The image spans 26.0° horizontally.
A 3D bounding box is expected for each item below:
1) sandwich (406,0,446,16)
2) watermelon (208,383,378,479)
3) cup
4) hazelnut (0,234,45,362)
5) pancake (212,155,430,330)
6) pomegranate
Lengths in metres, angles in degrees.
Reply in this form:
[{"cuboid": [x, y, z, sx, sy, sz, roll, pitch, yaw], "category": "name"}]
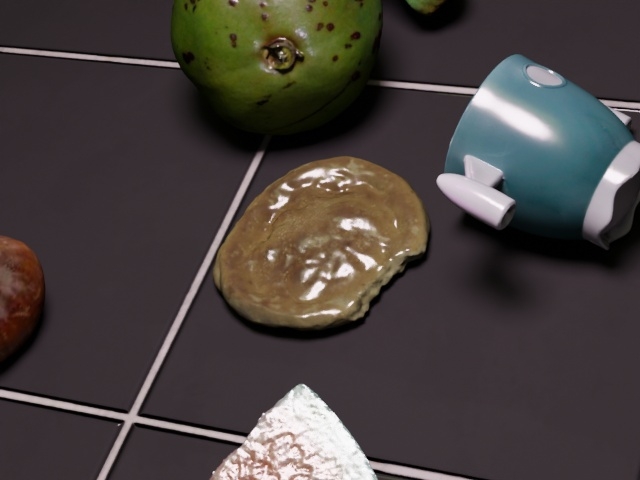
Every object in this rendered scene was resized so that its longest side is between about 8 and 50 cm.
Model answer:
[{"cuboid": [0.028, -0.388, 1.643, 0.162, 0.301, 0.250, -38, 44, 17], "category": "sandwich"}, {"cuboid": [-0.061, 0.261, 1.224, 0.241, 0.094, 0.154, -34, 59, -14], "category": "watermelon"}, {"cuboid": [0.237, -0.077, 1.385, 0.173, 0.167, 0.300, 29, 36, 24], "category": "cup"}, {"cuboid": [-0.360, 0.058, 1.439, 0.154, 0.143, 0.143, -33, 49, -16], "category": "hazelnut"}, {"cuboid": [-0.001, -0.001, 1.457, 0.236, 0.042, 0.222, -28, 50, -10], "category": "pancake"}, {"cuboid": [-0.051, -0.248, 1.566, 0.254, 0.254, 0.270, -20, 25, -3], "category": "pomegranate"}]
